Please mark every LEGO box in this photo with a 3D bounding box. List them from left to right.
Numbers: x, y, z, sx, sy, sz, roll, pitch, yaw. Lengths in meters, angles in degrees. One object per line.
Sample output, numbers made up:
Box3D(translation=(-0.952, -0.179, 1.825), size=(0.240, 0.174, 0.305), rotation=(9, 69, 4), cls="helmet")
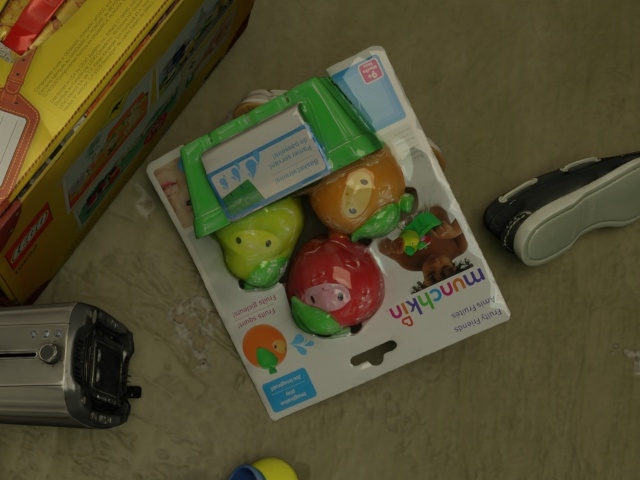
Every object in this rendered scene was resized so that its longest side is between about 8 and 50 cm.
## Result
Box3D(translation=(-0.270, -0.191, 1.048), size=(0.193, 0.372, 0.500), rotation=(35, 72, -1), cls="LEGO box")

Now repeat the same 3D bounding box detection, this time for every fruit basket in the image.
Box3D(translation=(0.000, 0.000, 1.125), size=(0.327, 0.165, 0.353), rotation=(-25, 87, 15), cls="fruit basket")

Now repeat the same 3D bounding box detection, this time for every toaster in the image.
Box3D(translation=(-0.297, 0.141, 1.060), size=(0.146, 0.227, 0.129), rotation=(0, 75, 6), cls="toaster")

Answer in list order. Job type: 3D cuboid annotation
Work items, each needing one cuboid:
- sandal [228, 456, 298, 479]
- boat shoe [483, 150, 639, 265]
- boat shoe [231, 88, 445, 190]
Box3D(translation=(-0.111, 0.395, 1.054), size=(0.138, 0.126, 0.317), rotation=(17, 63, -35), cls="sandal")
Box3D(translation=(0.354, -0.066, 1.282), size=(0.302, 0.114, 0.091), rotation=(-19, 42, -27), cls="boat shoe")
Box3D(translation=(0.029, -0.144, 1.239), size=(0.277, 0.098, 0.096), rotation=(16, 38, -3), cls="boat shoe")
